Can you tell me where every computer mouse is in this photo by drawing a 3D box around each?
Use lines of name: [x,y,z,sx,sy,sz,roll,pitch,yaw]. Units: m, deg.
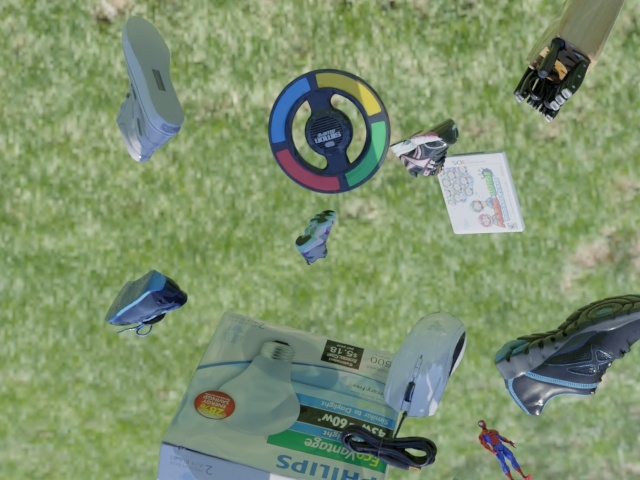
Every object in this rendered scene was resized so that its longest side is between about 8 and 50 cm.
computer mouse: [0.104,0.158,1.217,0.106,0.193,0.042,15,158,22]

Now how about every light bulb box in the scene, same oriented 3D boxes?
light bulb box: [-0.060,0.344,1.837,0.357,0.361,0.225,13,122,4]

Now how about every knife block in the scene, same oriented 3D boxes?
knife block: [0.443,-0.341,1.894,0.088,0.276,0.242,34,-171,-5]

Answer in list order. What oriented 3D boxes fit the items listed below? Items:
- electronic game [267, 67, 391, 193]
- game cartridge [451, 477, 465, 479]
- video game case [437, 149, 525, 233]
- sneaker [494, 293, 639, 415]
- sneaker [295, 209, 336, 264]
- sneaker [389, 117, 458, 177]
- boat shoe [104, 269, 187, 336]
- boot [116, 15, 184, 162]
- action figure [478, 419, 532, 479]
electronic game: [0.015,-0.198,1.986,0.229,0.229,0.048,-10,-170,15]
game cartridge: [0.147,0.280,1.135,0.056,0.017,0.083,-44,132,1]
video game case: [0.287,-0.086,1.978,0.143,0.157,0.019,-2,-154,38]
sneaker: [0.499,0.206,2.029,0.340,0.140,0.125,-23,-172,5]
sneaker: [0.000,0.000,1.826,0.038,0.098,0.069,19,145,42]
sneaker: [0.181,-0.144,1.758,0.072,0.077,0.178,-30,-174,-15]
boat shoe: [-0.329,0.129,2.034,0.089,0.109,0.258,31,159,-20]
boot: [-0.321,-0.263,1.904,0.095,0.258,0.123,14,138,-41]
action figure: [0.264,0.306,1.593,0.038,0.115,0.030,-20,138,-19]
